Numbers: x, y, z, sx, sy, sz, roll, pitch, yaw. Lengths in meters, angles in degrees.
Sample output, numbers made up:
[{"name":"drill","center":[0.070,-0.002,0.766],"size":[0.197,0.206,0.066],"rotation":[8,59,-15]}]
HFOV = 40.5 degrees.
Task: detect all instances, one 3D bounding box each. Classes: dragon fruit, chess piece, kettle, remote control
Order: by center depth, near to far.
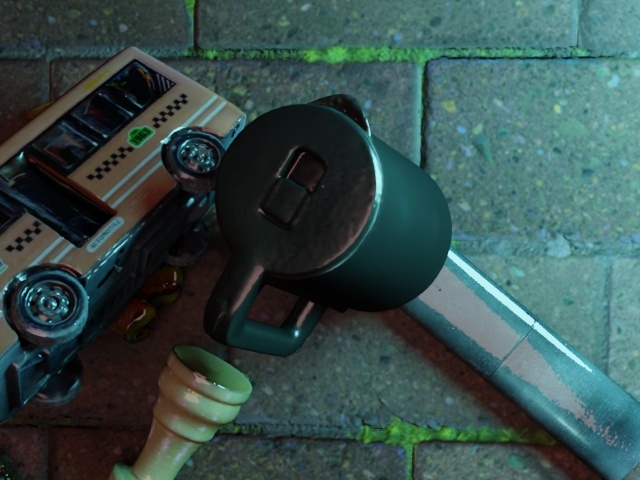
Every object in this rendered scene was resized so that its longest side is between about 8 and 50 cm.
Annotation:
[{"name":"kettle","center":[-0.005,-0.014,0.981],"size":[0.262,0.308,0.203],"rotation":[-31,74,13]},{"name":"remote control","center":[0.260,0.152,1.110],"size":[0.377,0.044,0.107],"rotation":[40,91,3]},{"name":"dragon fruit","center":[-0.265,0.072,1.127],"size":[0.175,0.142,0.138],"rotation":[-32,44,-24]},{"name":"chess piece","center":[-0.236,0.330,1.128],"size":[0.117,0.117,0.397],"rotation":[31,95,3]}]

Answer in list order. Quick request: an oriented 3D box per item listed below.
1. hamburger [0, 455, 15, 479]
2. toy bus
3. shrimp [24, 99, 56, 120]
[{"name":"hamburger","center":[-0.450,0.368,1.157],"size":[0.137,0.087,0.166],"rotation":[-29,89,5]},{"name":"toy bus","center":[-0.279,-0.019,0.977],"size":[0.233,0.203,0.427],"rotation":[35,55,6]},{"name":"shrimp","center":[-0.372,-0.144,1.157],"size":[0.162,0.045,0.095],"rotation":[-1,91,7]}]
